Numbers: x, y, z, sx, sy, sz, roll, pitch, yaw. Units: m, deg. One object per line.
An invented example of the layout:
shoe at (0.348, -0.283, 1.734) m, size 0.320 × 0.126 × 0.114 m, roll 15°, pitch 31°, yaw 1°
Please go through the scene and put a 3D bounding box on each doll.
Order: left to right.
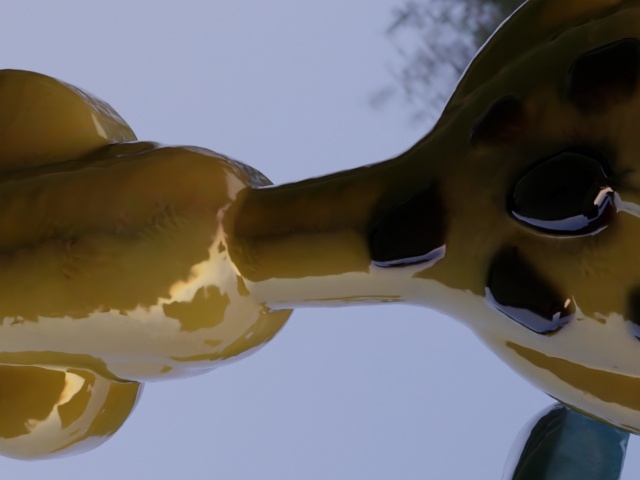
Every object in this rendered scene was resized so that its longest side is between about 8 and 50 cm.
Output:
doll at (0.000, 0.000, 0.450) m, size 0.291 × 0.086 × 0.117 m, roll -8°, pitch -100°, yaw 16°

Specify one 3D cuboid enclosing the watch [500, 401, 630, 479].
watch at (0.120, 0.187, 0.706) m, size 0.211 × 0.193 × 0.211 m, roll 23°, pitch 90°, yaw -88°
